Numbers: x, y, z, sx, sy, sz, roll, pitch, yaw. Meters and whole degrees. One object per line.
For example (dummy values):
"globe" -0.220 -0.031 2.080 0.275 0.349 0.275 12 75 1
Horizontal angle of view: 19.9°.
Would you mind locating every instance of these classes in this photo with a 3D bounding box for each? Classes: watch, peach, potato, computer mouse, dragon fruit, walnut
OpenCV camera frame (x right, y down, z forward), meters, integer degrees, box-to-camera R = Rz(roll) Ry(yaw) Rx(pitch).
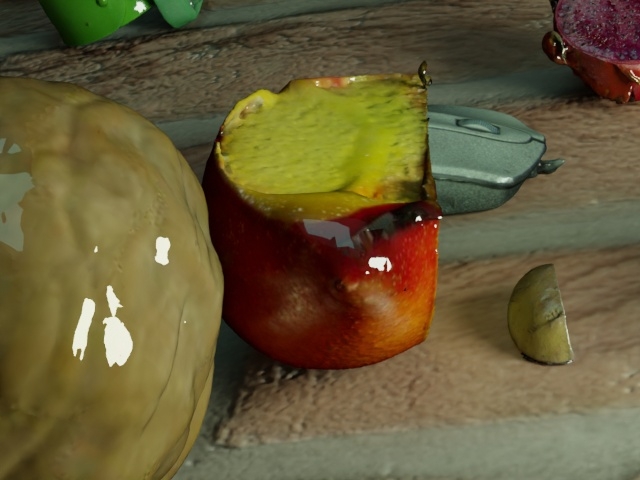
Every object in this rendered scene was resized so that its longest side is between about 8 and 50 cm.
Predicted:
"watch" -0.190 -0.255 1.751 0.152 0.131 0.165 -21 28 25
"peach" 0.000 0.004 1.146 0.158 0.154 0.267 -3 28 1
"potato" 0.135 0.040 1.151 0.037 0.036 0.093 -7 30 4
"computer mouse" 0.062 -0.064 1.334 0.229 0.068 0.113 -8 31 10
"dragon fruit" 0.232 -0.148 1.422 0.126 0.068 0.112 7 49 9
"walnut" -0.191 0.042 1.037 0.285 0.285 0.296 -41 5 -40
